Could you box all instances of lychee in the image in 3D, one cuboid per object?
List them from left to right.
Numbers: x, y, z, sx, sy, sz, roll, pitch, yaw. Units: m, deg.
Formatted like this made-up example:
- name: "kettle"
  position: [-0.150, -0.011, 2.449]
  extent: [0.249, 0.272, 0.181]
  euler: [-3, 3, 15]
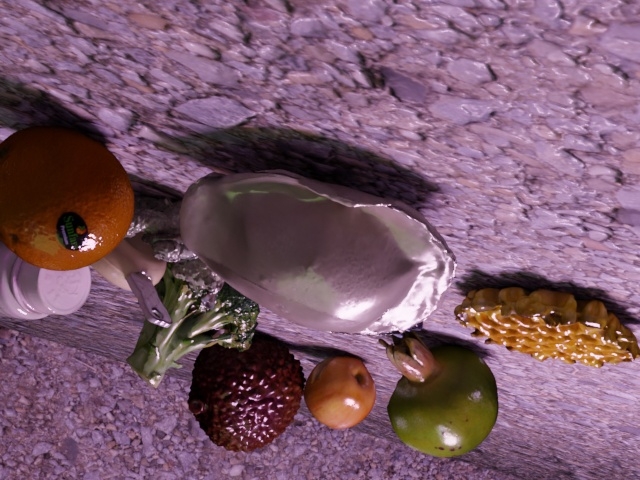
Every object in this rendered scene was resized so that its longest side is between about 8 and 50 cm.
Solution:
- name: "lychee"
  position: [-0.189, 0.378, 2.410]
  extent: [0.330, 0.306, 0.306]
  euler: [-10, 179, -33]

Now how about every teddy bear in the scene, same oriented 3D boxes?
- name: "teddy bear"
  position: [-0.207, -0.002, 1.481]
  extent: [0.213, 0.133, 0.111]
  euler: [42, 112, -14]

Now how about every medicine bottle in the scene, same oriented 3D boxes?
- name: "medicine bottle"
  position: [-0.619, 0.077, 1.989]
  extent: [0.292, 0.170, 0.170]
  euler: [0, 159, 37]

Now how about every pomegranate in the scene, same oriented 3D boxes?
- name: "pomegranate"
  position: [0.233, 0.295, 1.952]
  extent: [0.236, 0.236, 0.302]
  euler: [0, 132, 41]

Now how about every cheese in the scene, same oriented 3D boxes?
- name: "cheese"
  position: [-0.284, 0.042, 1.506]
  extent: [0.249, 0.071, 0.163]
  euler: [48, -167, 19]

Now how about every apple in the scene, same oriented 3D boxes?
- name: "apple"
  position: [0.051, 0.372, 2.384]
  extent: [0.199, 0.199, 0.199]
  euler: [13, 164, 4]

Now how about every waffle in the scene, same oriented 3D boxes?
- name: "waffle"
  position: [0.363, 0.137, 1.534]
  extent: [0.329, 0.062, 0.329]
  euler: [15, 164, 4]

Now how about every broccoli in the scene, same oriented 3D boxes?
- name: "broccoli"
  position: [-0.230, 0.133, 1.671]
  extent: [0.269, 0.269, 0.254]
  euler: [24, 168, -31]

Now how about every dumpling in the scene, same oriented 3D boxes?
- name: "dumpling"
  position: [-0.003, -0.002, 1.230]
  extent: [0.341, 0.181, 0.260]
  euler: [41, 145, 10]

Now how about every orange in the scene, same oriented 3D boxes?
- name: "orange"
  position: [-0.348, -0.056, 1.275]
  extent: [0.206, 0.206, 0.206]
  euler: [13, 164, 4]

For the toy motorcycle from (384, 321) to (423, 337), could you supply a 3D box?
- name: "toy motorcycle"
  position: [0.084, 0.127, 1.738]
  extent: [0.205, 0.076, 0.114]
  euler: [18, 173, -18]
